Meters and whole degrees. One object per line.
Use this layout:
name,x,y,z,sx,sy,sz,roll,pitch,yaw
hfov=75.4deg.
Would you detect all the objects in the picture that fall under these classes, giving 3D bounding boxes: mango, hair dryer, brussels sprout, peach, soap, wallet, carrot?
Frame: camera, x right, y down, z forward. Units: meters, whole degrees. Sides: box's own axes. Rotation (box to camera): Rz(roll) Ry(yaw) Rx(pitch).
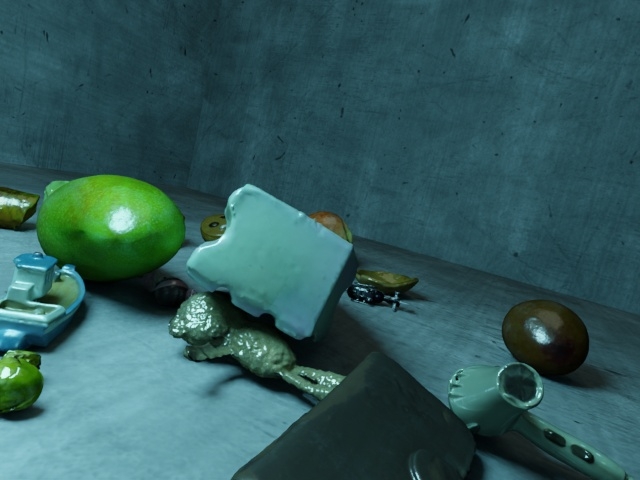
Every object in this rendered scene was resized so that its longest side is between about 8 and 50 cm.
mango,-0.378,-0.020,0.752,0.225,0.201,0.381,18,-8,-36
hair dryer,0.263,0.209,0.458,0.267,0.092,0.229,19,-23,35
brussels sprout,-0.307,0.136,0.414,0.083,0.046,0.051,13,-40,54
peach,0.000,0.000,1.525,0.232,0.233,0.232,13,7,-2
soap,-0.084,0.041,0.759,0.261,0.156,0.446,31,-7,-12
wallet,0.062,0.205,0.399,0.165,0.042,0.309,34,16,22
carrot,-0.849,-0.096,0.976,0.301,0.114,0.114,14,6,-26

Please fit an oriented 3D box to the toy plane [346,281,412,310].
toy plane,0.150,0.149,1.119,0.197,0.054,0.078,11,-2,16

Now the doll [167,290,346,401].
doll,-0.076,0.153,0.579,0.285,0.091,0.203,14,20,0

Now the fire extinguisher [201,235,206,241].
fire extinguisher,-0.248,0.001,1.392,0.294,0.093,0.118,16,33,14

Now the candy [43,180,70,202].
candy,-0.664,-0.106,1.281,0.142,0.132,0.343,-1,1,22

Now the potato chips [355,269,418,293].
potato chips,0.198,0.133,1.280,0.195,0.062,0.208,11,7,24

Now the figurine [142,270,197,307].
figurine,-0.291,0.092,0.782,0.129,0.054,0.072,10,-13,47

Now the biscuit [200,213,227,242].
biscuit,-0.186,-0.009,1.266,0.431,0.064,0.283,21,34,21

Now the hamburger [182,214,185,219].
hamburger,-0.488,-0.038,1.208,0.177,0.114,0.185,15,13,-38

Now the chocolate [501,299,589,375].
chocolate,0.477,0.204,0.874,0.176,0.177,0.177,13,7,-2

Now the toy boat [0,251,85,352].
toy boat,-0.383,0.069,0.576,0.088,0.102,0.215,13,6,-16
